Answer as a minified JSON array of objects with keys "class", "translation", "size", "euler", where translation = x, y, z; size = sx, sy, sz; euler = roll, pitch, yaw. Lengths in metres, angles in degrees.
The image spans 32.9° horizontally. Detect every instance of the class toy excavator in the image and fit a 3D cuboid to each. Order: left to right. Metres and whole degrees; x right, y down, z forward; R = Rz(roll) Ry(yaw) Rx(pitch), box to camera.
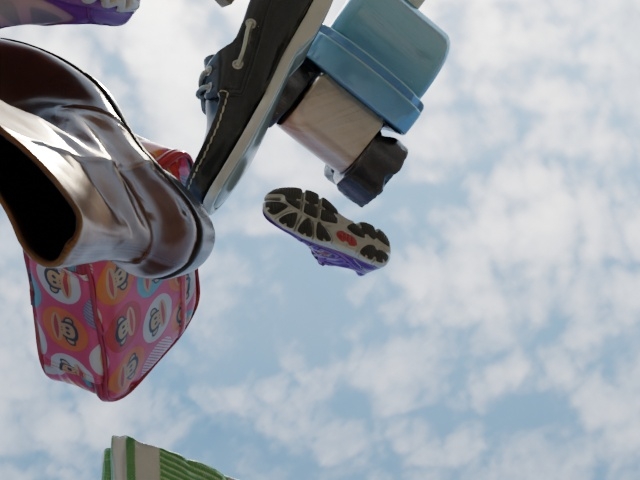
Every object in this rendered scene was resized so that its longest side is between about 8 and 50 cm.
[{"class":"toy excavator","translation":[0.097,-0.301,1.571],"size":[0.222,0.433,0.445],"euler":[39,-86,-10]}]

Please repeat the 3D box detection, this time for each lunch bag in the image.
[{"class":"lunch bag","translation":[-0.237,0.024,1.332],"size":[0.120,0.293,0.258],"euler":[19,-140,20]}]

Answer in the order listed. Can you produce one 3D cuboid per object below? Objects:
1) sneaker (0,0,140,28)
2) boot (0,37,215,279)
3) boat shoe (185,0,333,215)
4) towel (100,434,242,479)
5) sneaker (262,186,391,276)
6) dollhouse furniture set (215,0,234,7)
[{"class":"sneaker","translation":[-0.251,-0.185,0.799],"size":[0.236,0.104,0.095],"euler":[1,-136,-36]},{"class":"boot","translation":[-0.209,-0.068,0.719],"size":[0.096,0.280,0.264],"euler":[-42,-100,7]},{"class":"boat shoe","translation":[-0.079,-0.166,1.119],"size":[0.091,0.114,0.303],"euler":[27,-118,-3]},{"class":"towel","translation":[-0.051,0.316,0.989],"size":[0.324,0.038,0.248],"euler":[25,-154,-25]},{"class":"sneaker","translation":[0.000,0.000,1.264],"size":[0.170,0.071,0.068],"euler":[29,-134,-21]},{"class":"dollhouse furniture set","translation":[-0.143,-0.420,1.627],"size":[0.114,0.091,0.081],"euler":[-50,-132,-1]}]
